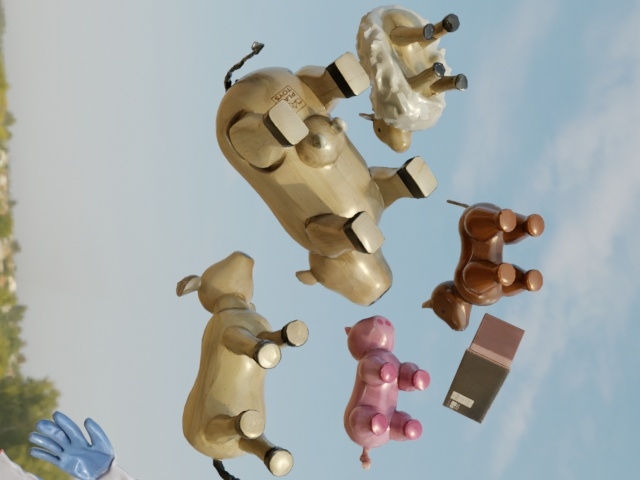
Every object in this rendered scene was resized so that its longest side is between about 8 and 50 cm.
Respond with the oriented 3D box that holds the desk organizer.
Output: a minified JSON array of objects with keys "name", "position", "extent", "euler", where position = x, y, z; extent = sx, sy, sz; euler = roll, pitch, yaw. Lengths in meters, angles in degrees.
[{"name":"desk organizer","position":[0.167,0.134,0.822],"extent":[0.050,0.047,0.130],"euler":[-57,164,-33]}]

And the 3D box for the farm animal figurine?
[{"name":"farm animal figurine","position":[0.000,0.000,0.654],"extent":[0.172,0.330,0.327],"euler":[-7,-74,60]}]

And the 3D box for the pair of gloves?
[{"name":"pair of gloves","position":[-0.347,0.313,1.042],"extent":[0.159,0.198,0.023],"euler":[51,10,-18]}]
